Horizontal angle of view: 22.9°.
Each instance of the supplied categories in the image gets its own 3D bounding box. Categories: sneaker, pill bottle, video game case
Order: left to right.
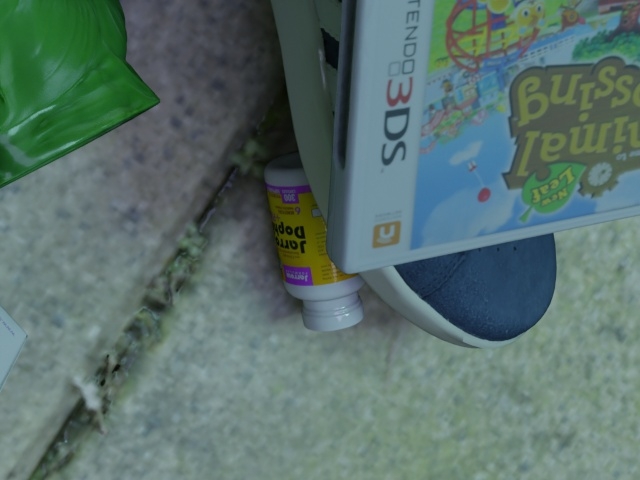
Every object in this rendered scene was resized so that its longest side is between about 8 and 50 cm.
[{"bbox_3d":[0.000,0.000,0.761,0.043,0.043,0.083,-16,108,-19],"label":"pill bottle"},{"bbox_3d":[0.066,-0.107,0.688,0.131,0.148,0.350,-41,119,-42],"label":"sneaker"},{"bbox_3d":[0.107,-0.086,0.641,0.212,0.023,0.193,-11,128,-20],"label":"video game case"}]

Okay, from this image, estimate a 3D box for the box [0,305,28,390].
[{"bbox_3d":[-0.230,0.019,0.609,0.114,0.103,0.203,-23,119,29],"label":"box"}]

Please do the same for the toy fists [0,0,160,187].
[{"bbox_3d":[-0.161,-0.077,0.574,0.142,0.096,0.279,61,33,-6],"label":"toy fists"}]
